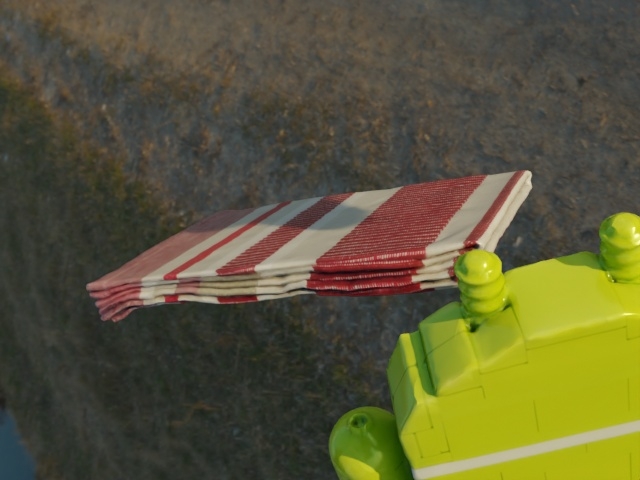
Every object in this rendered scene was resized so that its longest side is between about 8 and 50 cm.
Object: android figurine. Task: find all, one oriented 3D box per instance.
[{"bbox_3d":[0.129,0.101,0.417,0.248,0.273,0.056,-16,38,7],"label":"android figurine"}]

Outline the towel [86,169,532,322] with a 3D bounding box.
[{"bbox_3d":[0.000,0.000,0.695,0.329,0.237,0.037,-7,106,25],"label":"towel"}]
